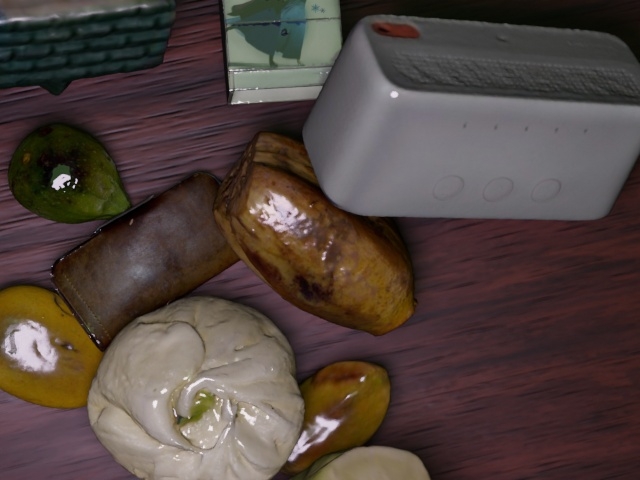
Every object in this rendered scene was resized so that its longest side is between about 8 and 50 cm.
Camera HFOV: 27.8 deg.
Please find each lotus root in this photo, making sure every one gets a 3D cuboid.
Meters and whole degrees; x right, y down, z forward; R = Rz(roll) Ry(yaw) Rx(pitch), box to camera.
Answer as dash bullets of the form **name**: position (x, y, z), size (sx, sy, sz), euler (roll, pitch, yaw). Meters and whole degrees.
- **lotus root**: position (-0.006, 0.007, 1.609), size (0.291, 0.193, 0.193), euler (39, 84, -16)

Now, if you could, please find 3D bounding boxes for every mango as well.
- **mango**: position (-0.342, 0.136, 1.615), size (0.195, 0.098, 0.137), euler (26, 81, -9)

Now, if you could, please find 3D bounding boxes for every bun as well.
- **bun**: position (-0.140, 0.183, 1.537), size (0.259, 0.160, 0.259), euler (1, 80, -5)

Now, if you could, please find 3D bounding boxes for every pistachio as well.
- **pistachio**: position (0.012, 0.227, 1.647), size (0.189, 0.100, 0.110), euler (-43, 112, -3)

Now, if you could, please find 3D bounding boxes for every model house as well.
- **model house**: position (-0.423, -0.298, 1.522), size (0.445, 0.395, 0.400), euler (-14, 101, -18)

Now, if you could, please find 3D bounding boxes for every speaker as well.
- **speaker**: position (0.200, -0.149, 1.567), size (0.406, 0.184, 0.183), euler (0, 48, -23)

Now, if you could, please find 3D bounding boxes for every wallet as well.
- **wallet**: position (-0.210, 0.018, 1.638), size (0.255, 0.031, 0.137), euler (-33, 87, -22)

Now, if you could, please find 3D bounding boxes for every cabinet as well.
- **cabinet**: position (-0.054, -0.286, 1.638), size (0.145, 0.150, 0.206), euler (-4, 88, -6)

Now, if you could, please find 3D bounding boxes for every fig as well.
- **fig**: position (-0.307, -0.074, 1.635), size (0.156, 0.123, 0.123), euler (29, 83, -43)

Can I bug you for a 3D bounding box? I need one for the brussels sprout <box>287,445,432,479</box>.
- **brussels sprout**: position (0.038, 0.402, 1.532), size (0.281, 0.289, 0.354), euler (13, 126, -1)
